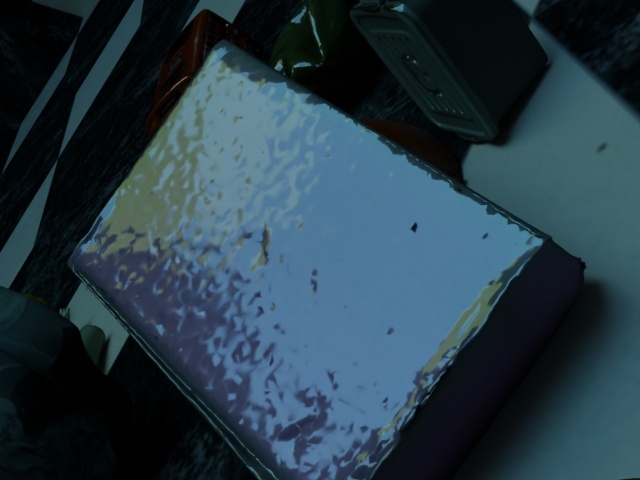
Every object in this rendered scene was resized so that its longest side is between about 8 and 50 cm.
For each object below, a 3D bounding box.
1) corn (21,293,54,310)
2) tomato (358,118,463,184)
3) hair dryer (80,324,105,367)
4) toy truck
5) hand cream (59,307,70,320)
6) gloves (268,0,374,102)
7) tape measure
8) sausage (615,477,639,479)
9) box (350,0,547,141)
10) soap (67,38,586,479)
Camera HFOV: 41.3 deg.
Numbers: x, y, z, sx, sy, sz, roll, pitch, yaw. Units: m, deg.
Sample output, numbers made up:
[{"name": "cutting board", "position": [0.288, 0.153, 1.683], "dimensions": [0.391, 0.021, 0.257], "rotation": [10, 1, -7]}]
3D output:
[{"name": "corn", "position": [-0.451, 0.138, 1.194], "dimensions": [0.262, 0.097, 0.097], "rotation": [-26, 39, 44]}, {"name": "tomato", "position": [-0.002, -0.002, 0.604], "dimensions": [0.225, 0.085, 0.225], "rotation": [-39, 29, 26]}, {"name": "hair dryer", "position": [-0.292, 0.186, 0.939], "dimensions": [0.199, 0.067, 0.167], "rotation": [-53, 12, 40]}, {"name": "toy truck", "position": [-0.123, -0.153, 0.943], "dimensions": [0.107, 0.114, 0.252], "rotation": [-42, 28, 25]}, {"name": "hand cream", "position": [-0.399, 0.166, 1.091], "dimensions": [0.248, 0.052, 0.075], "rotation": [-29, 79, 36]}, {"name": "gloves", "position": [-0.002, -0.189, 0.792], "dimensions": [0.135, 0.107, 0.268], "rotation": [-128, 57, -71]}, {"name": "tape measure", "position": [-0.296, 0.150, 0.715], "dimensions": [0.275, 0.256, 0.147], "rotation": [-16, 36, 28]}, {"name": "sausage", "position": [0.000, 0.227, 0.337], "dimensions": [0.433, 0.088, 0.088], "rotation": [-47, 27, 20]}, {"name": "box", "position": [0.088, -0.131, 0.561], "dimensions": [0.069, 0.122, 0.084], "rotation": [-46, 27, -6]}, {"name": "soap", "position": [-0.012, 0.018, 0.476], "dimensions": [0.259, 0.081, 0.181], "rotation": [36, 94, 38]}]
